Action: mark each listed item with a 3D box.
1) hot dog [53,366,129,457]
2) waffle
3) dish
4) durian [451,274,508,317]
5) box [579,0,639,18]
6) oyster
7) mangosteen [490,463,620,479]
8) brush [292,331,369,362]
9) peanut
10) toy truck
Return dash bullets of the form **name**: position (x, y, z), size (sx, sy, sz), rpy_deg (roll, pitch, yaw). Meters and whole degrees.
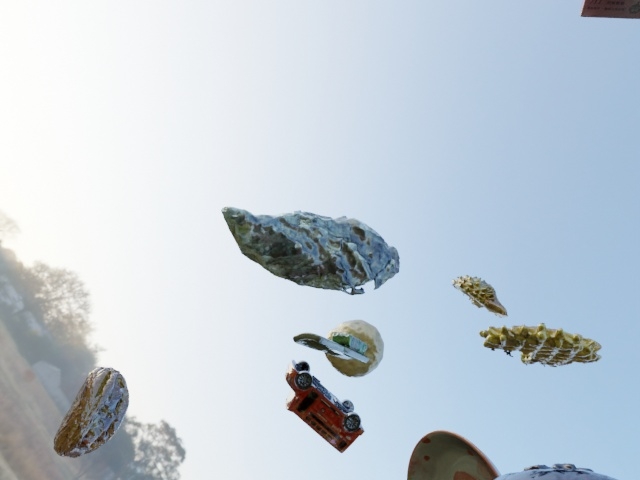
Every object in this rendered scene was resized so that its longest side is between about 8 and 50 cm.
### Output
- **hot dog**: position (-0.582, 0.442, 1.076), size (0.099, 0.226, 0.160), rpy_deg (12, -25, 20)
- **waffle**: position (0.614, 0.297, 1.154), size (0.293, 0.068, 0.260), rpy_deg (23, -27, -26)
- **dish**: position (0.288, 0.509, 0.820), size (0.260, 0.086, 0.260), rpy_deg (-23, -118, 55)
- **durian**: position (0.504, 0.164, 1.289), size (0.140, 0.078, 0.224), rpy_deg (44, -3, -33)
- **box**: position (0.525, -0.430, 0.689), size (0.156, 0.060, 0.111), rpy_deg (13, -27, 21)
- **oyster**: position (-0.001, 0.002, 0.620), size (0.252, 0.199, 0.087), rpy_deg (31, -53, 2)
- **mangosteen**: position (0.293, 0.417, 0.476), size (0.297, 0.293, 0.297), rpy_deg (22, -24, 10)
- **brush**: position (0.031, 0.194, 0.788), size (0.054, 0.282, 0.048), rpy_deg (-3, -110, 23)
- **peanut**: position (0.085, 0.271, 1.057), size (0.159, 0.109, 0.140), rpy_deg (-39, -87, 26)
- **toy truck**: position (-0.006, 0.432, 1.105), size (0.253, 0.114, 0.107), rpy_deg (42, -4, -5)
